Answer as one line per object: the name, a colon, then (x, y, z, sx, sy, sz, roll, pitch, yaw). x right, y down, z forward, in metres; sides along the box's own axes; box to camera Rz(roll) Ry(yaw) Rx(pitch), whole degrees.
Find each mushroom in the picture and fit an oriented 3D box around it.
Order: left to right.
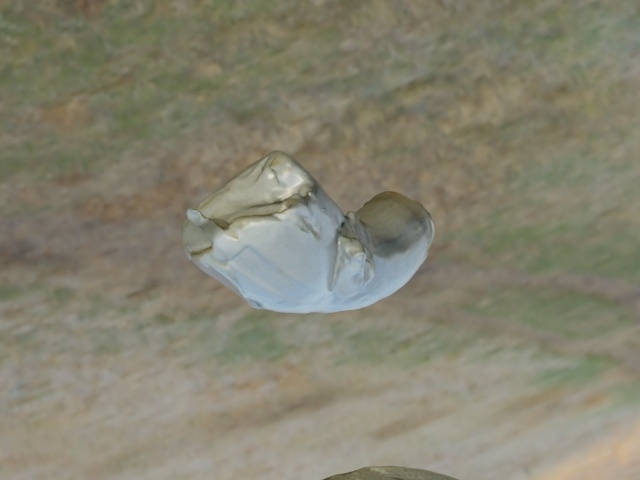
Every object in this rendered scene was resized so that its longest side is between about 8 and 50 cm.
mushroom: (0.000, 0.002, 1.045, 0.099, 0.096, 0.278, -25, 164, 25)

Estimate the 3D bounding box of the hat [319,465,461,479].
hat: (-0.018, 0.154, 0.542, 0.226, 0.220, 0.164, 14, -144, 40)
